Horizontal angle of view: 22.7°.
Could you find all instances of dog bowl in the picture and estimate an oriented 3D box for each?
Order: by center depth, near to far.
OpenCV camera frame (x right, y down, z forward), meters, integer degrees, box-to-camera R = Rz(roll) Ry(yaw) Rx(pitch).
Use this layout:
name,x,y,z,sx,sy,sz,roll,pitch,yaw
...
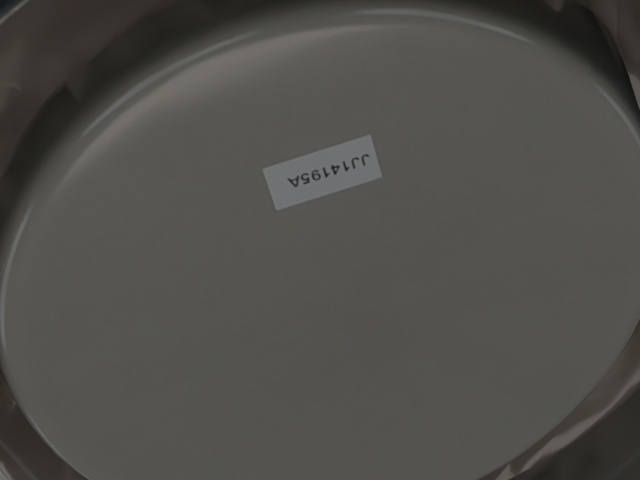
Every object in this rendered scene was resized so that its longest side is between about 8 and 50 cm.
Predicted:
name,x,y,z,sx,sy,sz,roll,pitch,yaw
dog bowl,0.000,0.000,0.608,0.349,0.102,0.348,-8,129,-10
